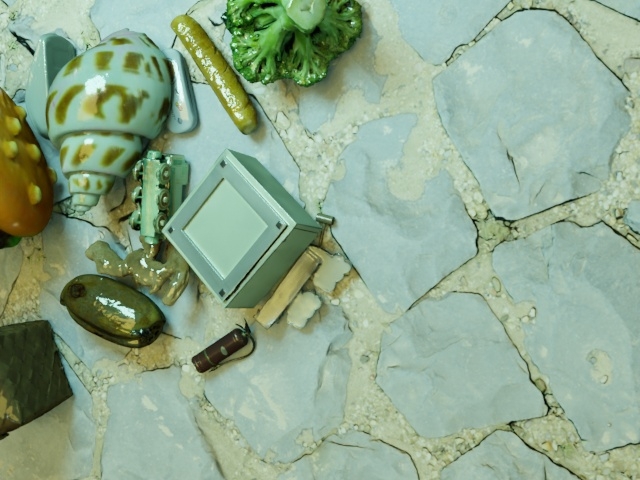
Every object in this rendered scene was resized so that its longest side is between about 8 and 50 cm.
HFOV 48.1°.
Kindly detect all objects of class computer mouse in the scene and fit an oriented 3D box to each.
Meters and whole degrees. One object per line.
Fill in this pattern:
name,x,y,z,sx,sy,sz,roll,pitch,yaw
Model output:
computer mouse,-0.586,-0.333,1.555,0.079,0.128,0.231,3,94,11

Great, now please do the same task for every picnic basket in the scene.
picnic basket,-0.752,0.322,1.568,0.321,0.291,0.254,-18,89,8

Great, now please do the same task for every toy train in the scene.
toy train,-0.332,-0.091,1.497,0.080,0.125,0.194,9,100,23

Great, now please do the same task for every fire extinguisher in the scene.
fire extinguisher,-0.198,0.232,1.526,0.157,0.045,0.078,-35,112,15

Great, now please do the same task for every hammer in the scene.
hammer,0.000,0.000,1.461,0.035,0.019,0.110,16,104,15

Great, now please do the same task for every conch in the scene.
conch,-0.442,-0.245,1.475,0.249,0.197,0.368,6,108,15

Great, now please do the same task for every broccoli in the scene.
broccoli,-0.041,-0.410,1.320,0.269,0.269,0.254,-9,104,17

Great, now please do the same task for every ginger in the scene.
ginger,-0.382,0.038,1.541,0.258,0.065,0.149,19,64,21

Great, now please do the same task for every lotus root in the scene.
lotus root,-0.447,0.149,1.546,0.241,0.123,0.124,25,138,14

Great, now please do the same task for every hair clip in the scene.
hair clip,-0.049,0.088,1.459,0.140,0.054,0.220,41,105,14

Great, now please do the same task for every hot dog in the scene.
hot dog,-0.213,-0.343,1.464,0.061,0.088,0.286,-35,87,11

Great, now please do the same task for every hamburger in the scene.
hamburger,-0.726,-0.162,1.482,0.277,0.396,0.396,-22,88,1

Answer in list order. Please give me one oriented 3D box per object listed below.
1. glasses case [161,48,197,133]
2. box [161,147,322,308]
glasses case,-0.306,-0.315,1.512,0.067,0.045,0.179,-12,90,20
box,-0.162,-0.020,1.429,0.225,0.117,0.225,47,106,22
